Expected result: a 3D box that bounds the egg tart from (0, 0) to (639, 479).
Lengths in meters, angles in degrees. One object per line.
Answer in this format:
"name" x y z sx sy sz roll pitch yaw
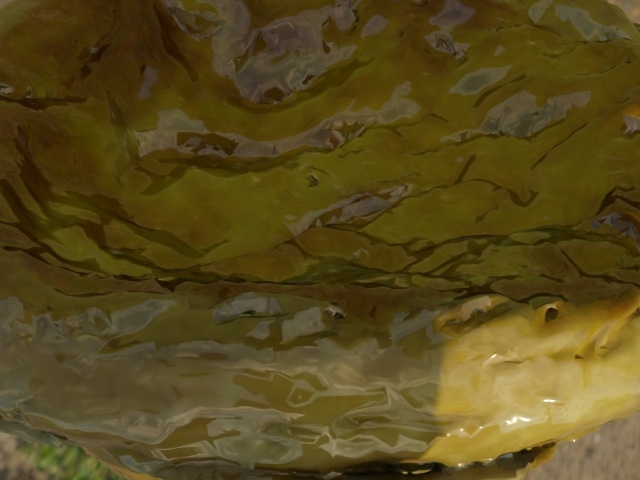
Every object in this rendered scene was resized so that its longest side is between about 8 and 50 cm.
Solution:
"egg tart" -0.001 0.002 0.698 0.341 0.341 0.129 4 120 8
